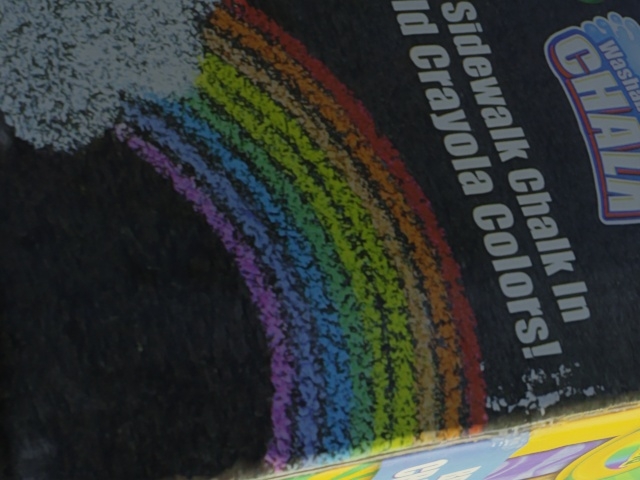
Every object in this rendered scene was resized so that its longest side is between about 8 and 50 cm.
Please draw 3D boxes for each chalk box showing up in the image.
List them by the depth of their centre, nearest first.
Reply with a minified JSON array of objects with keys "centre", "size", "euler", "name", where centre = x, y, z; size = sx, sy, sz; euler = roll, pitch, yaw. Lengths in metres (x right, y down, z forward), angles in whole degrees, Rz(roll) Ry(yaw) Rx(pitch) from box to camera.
[{"centre":[0.000,0.000,0.488],"size":[0.289,0.179,0.180],"euler":[-5,68,-31],"name":"chalk box"}]
